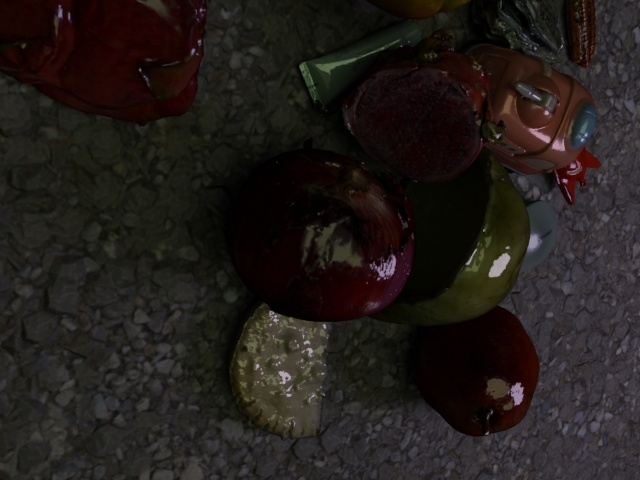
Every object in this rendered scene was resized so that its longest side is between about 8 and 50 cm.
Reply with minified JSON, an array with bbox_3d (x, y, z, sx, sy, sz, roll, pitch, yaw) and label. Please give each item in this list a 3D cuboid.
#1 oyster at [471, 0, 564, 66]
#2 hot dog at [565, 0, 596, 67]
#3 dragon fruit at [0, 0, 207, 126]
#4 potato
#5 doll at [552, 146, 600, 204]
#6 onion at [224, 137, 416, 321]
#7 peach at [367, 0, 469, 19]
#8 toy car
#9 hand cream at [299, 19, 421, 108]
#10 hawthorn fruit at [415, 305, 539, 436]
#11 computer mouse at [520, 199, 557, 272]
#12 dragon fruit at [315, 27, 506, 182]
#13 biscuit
[{"bbox_3d":[0.333,-0.400,1.231,0.198,0.112,0.267,-37,111,-40],"label":"oyster"},{"bbox_3d":[0.485,-0.393,1.345,0.062,0.038,0.144,-20,111,-24],"label":"hot dog"},{"bbox_3d":[-0.285,-0.259,0.844,0.329,0.228,0.286,-9,108,-29],"label":"dragon fruit"},{"bbox_3d":[0.231,0.031,1.152,0.213,0.280,0.330,32,88,-24],"label":"potato"},{"bbox_3d":[0.464,-0.161,1.380,0.109,0.057,0.169,-51,121,-12],"label":"doll"},{"bbox_3d":[0.000,0.000,1.039,0.276,0.276,0.276,-7,106,-27],"label":"onion"},{"bbox_3d":[0.115,-0.475,0.979,0.308,0.308,0.332,-32,85,-19],"label":"peach"},{"bbox_3d":[0.336,-0.214,1.206,0.271,0.212,0.180,21,91,-31],"label":"toy car"},{"bbox_3d":[0.065,-0.284,1.136,0.205,0.050,0.078,-31,119,-15],"label":"hand cream"},{"bbox_3d":[0.278,0.238,1.260,0.224,0.261,0.224,0,112,0],"label":"hawthorn fruit"},{"bbox_3d":[0.349,0.003,1.350,0.231,0.079,0.127,-26,110,-17],"label":"computer mouse"},{"bbox_3d":[0.146,-0.208,1.091,0.147,0.282,0.211,-55,149,-47],"label":"dragon fruit"},{"bbox_3d":[-0.063,0.203,1.162,0.179,0.084,0.281,-10,108,-27],"label":"biscuit"}]
